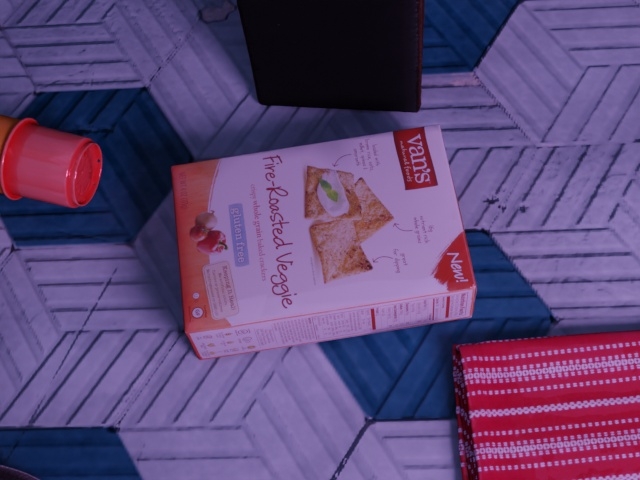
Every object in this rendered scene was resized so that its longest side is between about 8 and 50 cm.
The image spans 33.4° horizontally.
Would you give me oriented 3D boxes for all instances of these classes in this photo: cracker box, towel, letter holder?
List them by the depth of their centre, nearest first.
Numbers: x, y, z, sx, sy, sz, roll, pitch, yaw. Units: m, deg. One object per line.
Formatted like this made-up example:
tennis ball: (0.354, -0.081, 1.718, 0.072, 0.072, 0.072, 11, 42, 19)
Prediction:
towel: (0.206, 0.194, 0.784, 0.199, 0.031, 0.274, -4, 62, 2)
cracker box: (0.000, 0.000, 0.882, 0.232, 0.067, 0.155, -9, 62, 0)
letter holder: (0.017, -0.282, 0.896, 0.152, 0.302, 0.214, 4, 62, 7)

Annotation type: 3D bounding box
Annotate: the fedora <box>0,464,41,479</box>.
fedora: (-0.268, 0.270, 0.731, 0.244, 0.124, 0.275, -27, 63, -9)

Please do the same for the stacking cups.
stacking cups: (-0.352, -0.090, 0.959, 0.316, 0.096, 0.096, 15, 65, 7)
